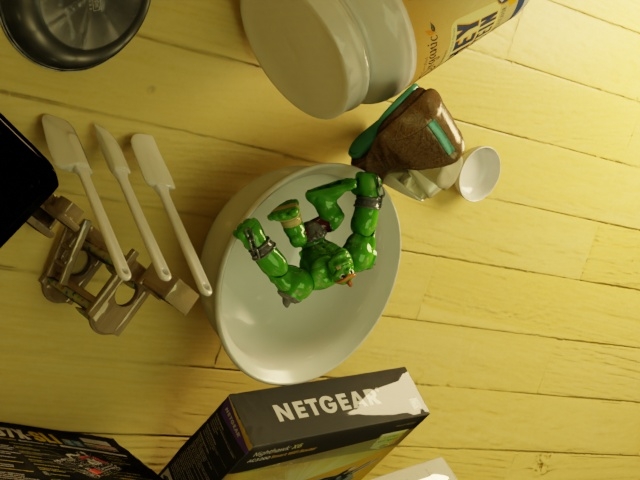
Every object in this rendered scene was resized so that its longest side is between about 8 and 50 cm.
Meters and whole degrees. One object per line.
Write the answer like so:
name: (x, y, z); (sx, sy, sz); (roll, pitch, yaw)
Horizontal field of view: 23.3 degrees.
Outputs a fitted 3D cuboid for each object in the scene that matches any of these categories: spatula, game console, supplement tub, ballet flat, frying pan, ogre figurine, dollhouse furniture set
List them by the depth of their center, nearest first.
game console: (-0.448, 0.003, 1.574); (0.361, 0.044, 0.213); (-47, 135, -5)
spatula: (-0.215, -0.040, 1.738); (0.019, 0.242, 0.168); (-42, 146, 27)
dollhouse furniture set: (-0.263, 0.034, 1.745); (0.101, 0.182, 0.161); (-54, 135, -9)
frying pan: (-0.215, -0.272, 1.750); (0.326, 0.053, 0.197); (9, 104, -41)
ogre figurine: (0.000, 0.000, 1.846); (0.197, 0.097, 0.118); (-32, 111, -46)
supplement tub: (0.083, -0.304, 1.869); (0.316, 0.228, 0.228); (-35, 129, -25)
ballet flat: (0.115, -0.111, 1.921); (0.116, 0.342, 0.124); (-44, 92, -9)

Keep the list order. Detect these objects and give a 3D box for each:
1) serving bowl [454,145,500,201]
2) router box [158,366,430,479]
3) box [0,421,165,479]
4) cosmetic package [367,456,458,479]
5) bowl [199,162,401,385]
serving bowl: (0.221, -0.099, 2.228); (0.083, 0.027, 0.083); (-19, 120, -36)
router box: (-0.043, 0.279, 2.042); (0.309, 0.081, 0.243); (-5, 147, -40)
box: (-0.304, 0.294, 1.774); (0.322, 0.257, 0.079); (17, 97, -45)
cosmetic package: (0.040, 0.452, 2.172); (0.366, 0.155, 0.197); (-8, 145, -41)
bowl: (-0.049, 0.026, 1.967); (0.298, 0.134, 0.297); (-19, 120, -36)
